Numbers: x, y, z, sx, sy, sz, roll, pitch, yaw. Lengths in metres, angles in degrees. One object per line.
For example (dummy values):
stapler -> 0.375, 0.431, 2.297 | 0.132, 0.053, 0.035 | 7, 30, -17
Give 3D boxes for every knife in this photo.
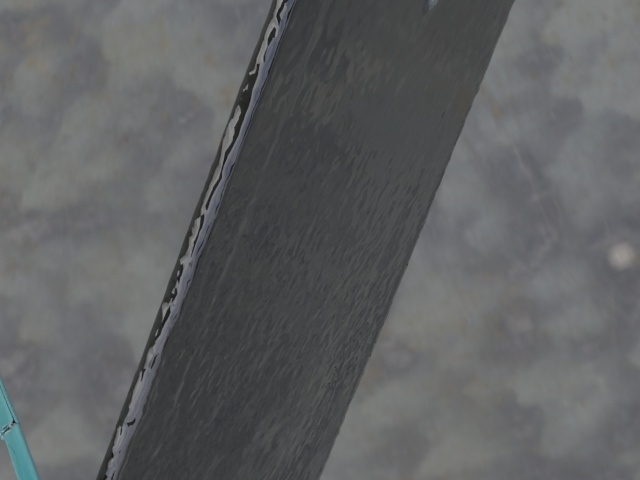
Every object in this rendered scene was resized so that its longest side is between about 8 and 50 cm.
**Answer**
knife -> -0.134, 0.080, 0.778 | 0.014, 0.091, 0.005 | -34, 146, 11

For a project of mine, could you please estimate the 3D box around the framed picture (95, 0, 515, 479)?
framed picture -> 0.000, 0.000, 0.659 | 0.013, 0.244, 0.324 | 26, 110, 16
